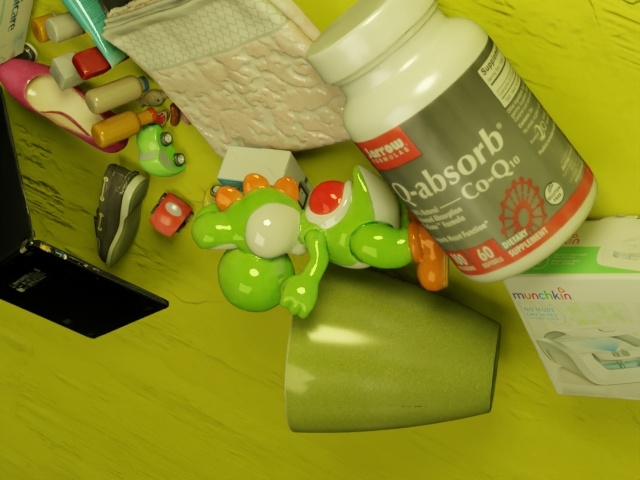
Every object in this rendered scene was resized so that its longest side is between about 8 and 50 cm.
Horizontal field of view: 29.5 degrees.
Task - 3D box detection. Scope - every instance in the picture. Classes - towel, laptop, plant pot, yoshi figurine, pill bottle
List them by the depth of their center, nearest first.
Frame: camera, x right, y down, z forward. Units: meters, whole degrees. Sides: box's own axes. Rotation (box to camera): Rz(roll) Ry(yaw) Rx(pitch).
[{"bbox_3d":[0.159,-0.141,1.498,0.363,0.210,0.210,49,141,-15],"label":"pill bottle"},{"bbox_3d":[-0.109,-0.231,1.690,0.332,0.053,0.317,-7,138,47],"label":"towel"},{"bbox_3d":[0.002,0.019,1.721,0.362,0.203,0.203,0,165,6],"label":"yoshi figurine"},{"bbox_3d":[0.120,0.177,1.848,0.294,0.274,0.274,7,136,11],"label":"plant pot"},{"bbox_3d":[-0.485,-0.030,2.179,0.408,0.236,0.382,27,156,-22],"label":"laptop"}]

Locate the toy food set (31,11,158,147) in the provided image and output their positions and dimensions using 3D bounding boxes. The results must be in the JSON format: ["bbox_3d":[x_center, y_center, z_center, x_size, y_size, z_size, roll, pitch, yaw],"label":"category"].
[{"bbox_3d":[-0.342,-0.271,1.868,0.232,0.105,0.111,58,150,11],"label":"toy food set"}]

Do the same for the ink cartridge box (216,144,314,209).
[{"bbox_3d":[-0.072,-0.072,1.833,0.104,0.060,0.180,8,158,21],"label":"ink cartridge box"}]

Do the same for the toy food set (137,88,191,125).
[{"bbox_3d":[-0.233,-0.206,1.890,0.122,0.019,0.078,-19,117,47],"label":"toy food set"}]

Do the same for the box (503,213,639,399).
[{"bbox_3d":[0.413,0.090,1.614,0.262,0.126,0.231,0,131,39],"label":"box"}]

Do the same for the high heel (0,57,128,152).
[{"bbox_3d":[-0.413,-0.216,1.931,0.244,0.082,0.117,37,180,-7],"label":"high heel"}]

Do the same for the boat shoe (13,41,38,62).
[{"bbox_3d":[-0.513,-0.294,2.001,0.125,0.038,0.046,-8,122,42],"label":"boat shoe"}]

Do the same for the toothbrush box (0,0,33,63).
[{"bbox_3d":[-0.578,-0.324,1.802,0.126,0.295,0.216,43,142,8],"label":"toothbrush box"}]

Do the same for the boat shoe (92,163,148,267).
[{"bbox_3d":[-0.357,-0.044,2.111,0.069,0.081,0.227,31,135,7],"label":"boat shoe"}]

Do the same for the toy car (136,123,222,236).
[{"bbox_3d":[-0.238,-0.089,1.981,0.239,0.053,0.225,-3,130,40],"label":"toy car"}]

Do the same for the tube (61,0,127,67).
[{"bbox_3d":[-0.349,-0.354,1.788,0.052,0.080,0.207,-25,108,46],"label":"tube"}]

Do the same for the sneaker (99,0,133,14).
[{"bbox_3d":[-0.315,-0.380,1.692,0.083,0.118,0.222,20,140,20],"label":"sneaker"}]
